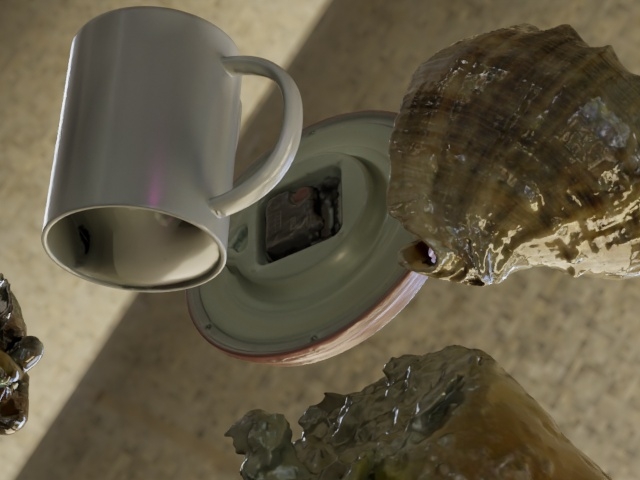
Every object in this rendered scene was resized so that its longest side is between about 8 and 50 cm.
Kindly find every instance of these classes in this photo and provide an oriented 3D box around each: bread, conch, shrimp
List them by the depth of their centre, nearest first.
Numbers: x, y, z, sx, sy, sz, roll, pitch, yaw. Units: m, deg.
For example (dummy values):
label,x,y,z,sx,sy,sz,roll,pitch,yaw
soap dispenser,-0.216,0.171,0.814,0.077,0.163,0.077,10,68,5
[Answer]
label,x,y,z,sx,sy,sz,roll,pitch,yaw
bread,0.047,0.168,0.787,0.246,0.195,0.176,54,-7,-3
conch,0.186,-0.062,1.389,0.159,0.291,0.210,-12,-80,45
shrimp,-0.330,0.115,1.634,0.110,0.221,0.446,30,-13,-15

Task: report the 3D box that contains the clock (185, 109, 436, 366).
label,x,y,z,sx,sy,sz,roll,pitch,yaw
clock,-0.004,-0.006,1.502,0.244,0.244,0.056,19,-21,48

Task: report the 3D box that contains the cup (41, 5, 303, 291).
label,x,y,z,sx,sy,sz,roll,pitch,yaw
cup,-0.077,-0.048,1.035,0.136,0.133,0.099,3,-30,2
